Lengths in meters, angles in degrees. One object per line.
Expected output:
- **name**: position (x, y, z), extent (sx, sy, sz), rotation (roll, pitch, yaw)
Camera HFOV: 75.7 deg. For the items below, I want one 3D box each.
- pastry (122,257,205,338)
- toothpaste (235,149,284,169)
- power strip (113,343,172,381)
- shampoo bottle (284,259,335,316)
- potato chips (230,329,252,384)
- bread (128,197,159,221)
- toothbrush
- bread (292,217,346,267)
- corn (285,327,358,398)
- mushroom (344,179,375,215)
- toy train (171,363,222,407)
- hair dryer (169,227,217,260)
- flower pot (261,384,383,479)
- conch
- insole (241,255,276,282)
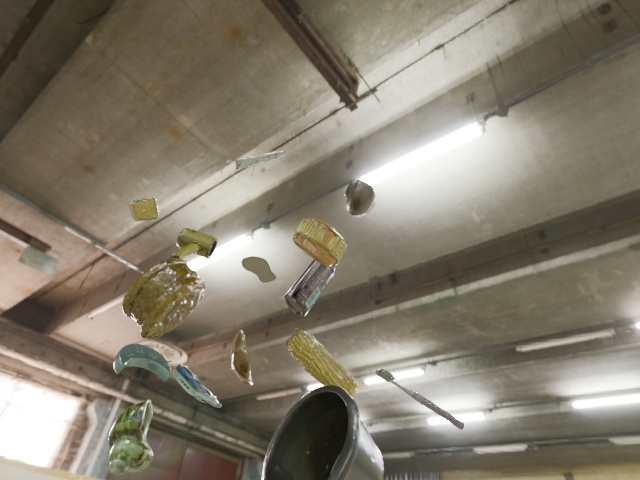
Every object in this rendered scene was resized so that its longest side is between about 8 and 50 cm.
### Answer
- **pastry**: position (-0.370, 0.137, 0.983), extent (0.103, 0.188, 0.189), rotation (40, -39, 13)
- **toothpaste**: position (-0.250, -0.339, 1.707), extent (0.218, 0.033, 0.052), rotation (-21, -36, -24)
- **power strip**: position (-0.597, 0.414, 1.404), extent (0.216, 0.137, 0.044), rotation (29, -80, -44)
- **shampoo bottle**: position (-0.022, 0.159, 1.726), extent (0.084, 0.323, 0.129), rotation (-6, -53, 45)
- **potato chips**: position (-0.274, 0.407, 1.403), extent (0.061, 0.196, 0.208), rotation (-9, 4, -15)
- **bread**: position (-0.826, -0.146, 1.931), extent (0.125, 0.082, 0.106), rotation (-11, -71, -13)
- **toothbrush**: position (0.303, 0.471, 1.223), extent (0.354, 0.024, 0.029), rotation (36, -40, -15)
- **bread**: position (0.000, 0.000, 1.463), extent (0.190, 0.114, 0.132), rotation (32, -23, -9)
- **corn**: position (0.002, 0.430, 1.422), extent (0.305, 0.106, 0.106), rotation (38, -30, 29)
- **mushroom**: position (0.166, -0.174, 1.812), extent (0.141, 0.117, 0.188), rotation (26, -31, 12)
- **toy train**: position (-0.419, 0.506, 1.399), extent (0.233, 0.051, 0.052), rotation (28, -16, 35)
- **hair dryer**: position (-0.490, 0.029, 1.516), extent (0.134, 0.279, 0.090), rotation (22, -77, 0)
- **flower pot**: position (0.023, 0.462, 0.858), extent (0.166, 0.269, 0.269), rotation (43, -49, -19)
- **conch**: position (-0.569, 0.598, 1.235), extent (0.124, 0.181, 0.187), rotation (0, -66, -23)
- **insole**: position (-0.221, 0.109, 1.519), extent (0.086, 0.005, 0.253), rotation (-19, -27, 5)
